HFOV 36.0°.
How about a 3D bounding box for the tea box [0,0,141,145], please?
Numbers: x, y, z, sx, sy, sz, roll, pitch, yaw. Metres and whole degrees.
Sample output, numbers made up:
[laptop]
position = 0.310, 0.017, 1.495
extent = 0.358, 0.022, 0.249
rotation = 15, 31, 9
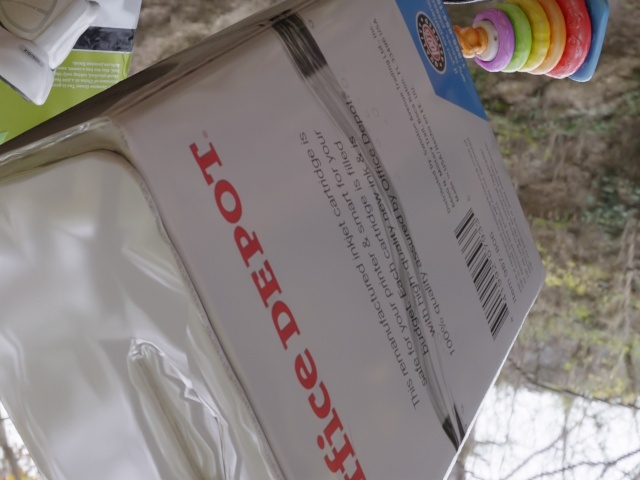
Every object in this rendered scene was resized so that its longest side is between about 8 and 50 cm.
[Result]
[tea box]
position = -0.447, -0.303, 1.466
extent = 0.220, 0.323, 0.329
rotation = -3, -148, -36

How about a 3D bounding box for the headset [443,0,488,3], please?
[headset]
position = 0.099, -0.399, 1.056
extent = 0.394, 0.243, 0.185
rotation = 25, -156, 25

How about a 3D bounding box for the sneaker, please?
[sneaker]
position = -0.289, -0.232, 0.960
extent = 0.118, 0.110, 0.292
rotation = -48, -140, 3

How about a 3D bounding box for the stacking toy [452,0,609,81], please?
[stacking toy]
position = 0.316, -0.343, 1.655
extent = 0.302, 0.165, 0.175
rotation = -13, -141, -25

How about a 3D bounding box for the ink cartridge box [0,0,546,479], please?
[ink cartridge box]
position = -0.017, 0.007, 0.629
extent = 0.166, 0.285, 0.395
rotation = -14, -162, 32
